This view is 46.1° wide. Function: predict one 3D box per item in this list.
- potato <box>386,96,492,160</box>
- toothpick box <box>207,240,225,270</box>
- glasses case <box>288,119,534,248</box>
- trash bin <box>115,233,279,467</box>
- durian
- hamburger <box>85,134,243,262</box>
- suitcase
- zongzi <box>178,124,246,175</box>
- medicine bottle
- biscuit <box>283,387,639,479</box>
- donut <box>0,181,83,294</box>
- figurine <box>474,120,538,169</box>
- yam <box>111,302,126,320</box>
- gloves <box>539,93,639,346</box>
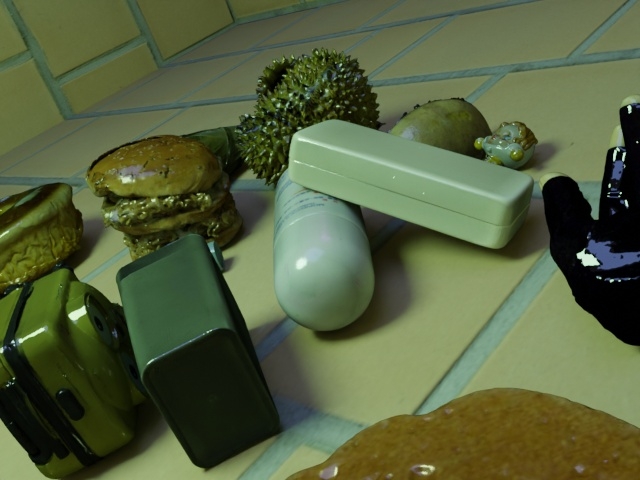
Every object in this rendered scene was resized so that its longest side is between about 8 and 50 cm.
[{"bbox_3d":[0.193,-0.152,1.198,0.261,0.120,0.100,-32,33,-19],"label":"potato"},{"bbox_3d":[-0.202,0.037,1.213,0.083,0.052,0.052,-19,25,5],"label":"toothpick box"},{"bbox_3d":[0.117,-0.083,1.006,0.313,0.070,0.131,20,27,22],"label":"glasses case"},{"bbox_3d":[-0.142,0.123,0.872,0.122,0.164,0.240,-26,28,-7],"label":"trash bin"},{"bbox_3d":[-0.028,-0.208,1.369,0.293,0.258,0.258,-24,23,20],"label":"durian"},{"bbox_3d":[-0.266,-0.065,1.302,0.245,0.211,0.260,3,30,34],"label":"hamburger"},{"bbox_3d":[-0.303,0.146,0.909,0.143,0.193,0.235,-27,24,-2],"label":"suitcase"},{"bbox_3d":[-0.213,-0.168,1.558,0.275,0.125,0.250,-16,24,0],"label":"zongzi"},{"bbox_3d":[0.000,0.000,1.027,0.130,0.130,0.341,-20,24,6],"label":"medicine bottle"},{"bbox_3d":[0.066,0.256,0.529,0.456,0.078,0.349,-23,28,1],"label":"biscuit"},{"bbox_3d":[-0.621,0.003,1.516,0.330,0.159,0.330,-21,29,12],"label":"donut"},{"bbox_3d":[0.268,-0.122,1.138,0.101,0.068,0.143,0,45,47],"label":"figurine"},{"bbox_3d":[-0.354,0.150,1.088,0.179,0.078,0.078,-24,25,6],"label":"yam"},{"bbox_3d":[0.325,-0.027,0.779,0.197,0.152,0.301,-4,55,23],"label":"gloves"}]
